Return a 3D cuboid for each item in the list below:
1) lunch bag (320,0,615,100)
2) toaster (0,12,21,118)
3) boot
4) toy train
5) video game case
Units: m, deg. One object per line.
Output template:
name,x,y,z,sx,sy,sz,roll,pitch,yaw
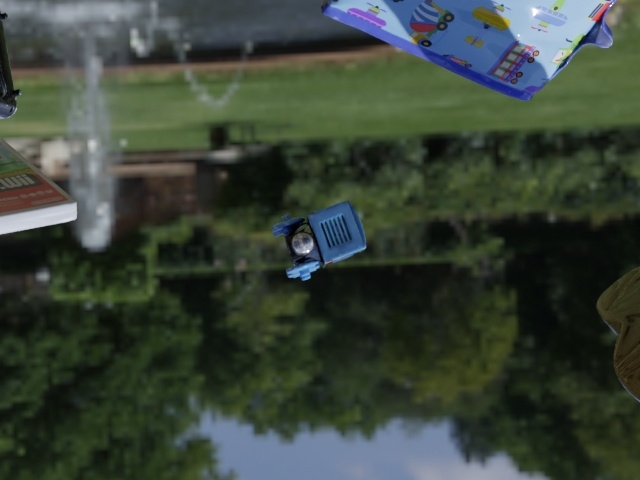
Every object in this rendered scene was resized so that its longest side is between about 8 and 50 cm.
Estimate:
lunch bag,0.181,-0.274,1.702,0.293,0.221,0.138,28,-150,-16
toaster,-0.319,-0.173,1.298,0.110,0.168,0.185,-12,177,9
boot,0.370,0.151,1.644,0.095,0.203,0.262,-38,-164,9
toy train,0.000,0.000,2.052,0.105,0.080,0.184,-18,177,-1
video game case,-0.426,-0.070,1.888,0.204,0.025,0.285,-12,-151,-31
